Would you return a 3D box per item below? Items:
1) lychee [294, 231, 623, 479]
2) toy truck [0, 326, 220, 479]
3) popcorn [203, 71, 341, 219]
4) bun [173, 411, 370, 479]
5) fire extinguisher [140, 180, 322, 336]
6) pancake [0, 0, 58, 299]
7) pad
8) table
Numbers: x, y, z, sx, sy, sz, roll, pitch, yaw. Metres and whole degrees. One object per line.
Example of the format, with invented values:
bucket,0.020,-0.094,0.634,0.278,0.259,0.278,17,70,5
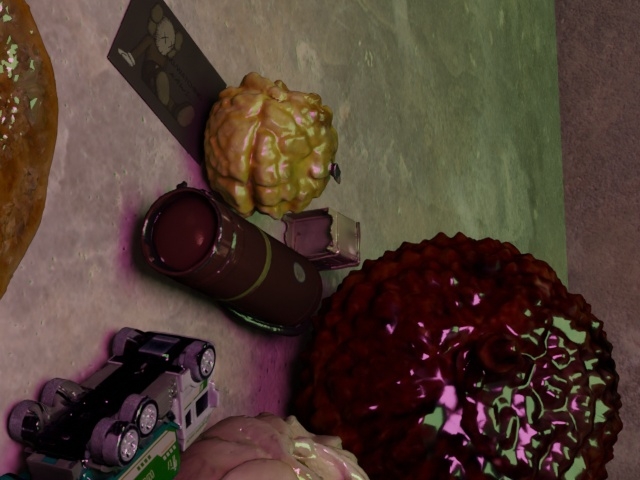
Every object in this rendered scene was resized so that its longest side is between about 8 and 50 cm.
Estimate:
lychee,0.168,0.194,1.304,0.500,0.424,0.425,101,0,-62
toy truck,-0.189,0.178,0.965,0.253,0.114,0.124,-41,134,-57
popcorn,-0.054,-0.104,1.228,0.173,0.142,0.173,19,65,-46
bun,-0.047,0.275,1.069,0.259,0.259,0.160,-34,149,-59
fire extinguisher,-0.085,0.026,1.201,0.341,0.105,0.141,36,32,-64
pancake,-0.325,-0.089,0.773,0.387,0.082,0.387,-3,93,-63
pad,-0.167,-0.190,1.184,0.190,0.004,0.127,53,42,-46
table,0.000,0.000,1.385,0.083,0.079,0.062,26,60,-56
